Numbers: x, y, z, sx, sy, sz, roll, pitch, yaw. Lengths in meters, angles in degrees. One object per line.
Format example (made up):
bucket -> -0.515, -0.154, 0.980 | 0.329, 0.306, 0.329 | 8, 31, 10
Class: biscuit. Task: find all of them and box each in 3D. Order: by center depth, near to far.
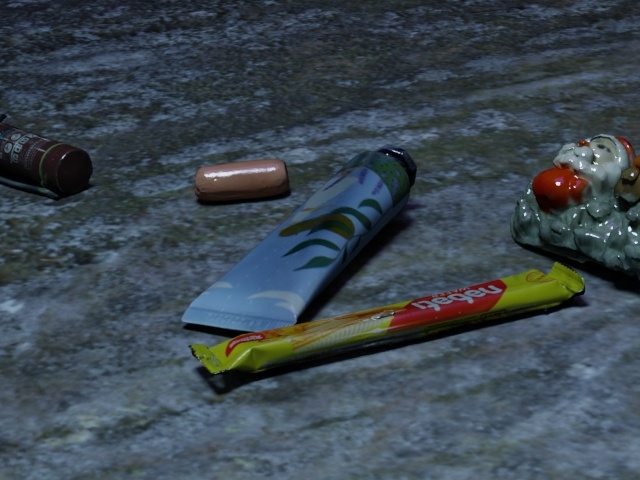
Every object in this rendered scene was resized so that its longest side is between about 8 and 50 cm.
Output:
biscuit -> 0.053, 0.058, 1.234 | 0.292, 0.026, 0.048 | -11, 16, -19

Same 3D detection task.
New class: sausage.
sausage -> -0.068, -0.051, 1.506 | 0.083, 0.034, 0.034 | -7, 23, -4

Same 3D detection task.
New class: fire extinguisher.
fire extinguisher -> -0.271, -0.078, 1.591 | 0.158, 0.043, 0.064 | 18, 73, 44

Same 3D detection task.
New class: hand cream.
hand cream -> 0.000, 0.000, 1.351 | 0.091, 0.058, 0.271 | 9, 31, 28

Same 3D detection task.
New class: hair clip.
hair clip -> 0.268, -0.016, 1.290 | 0.138, 0.091, 0.321 | -21, 27, -30
